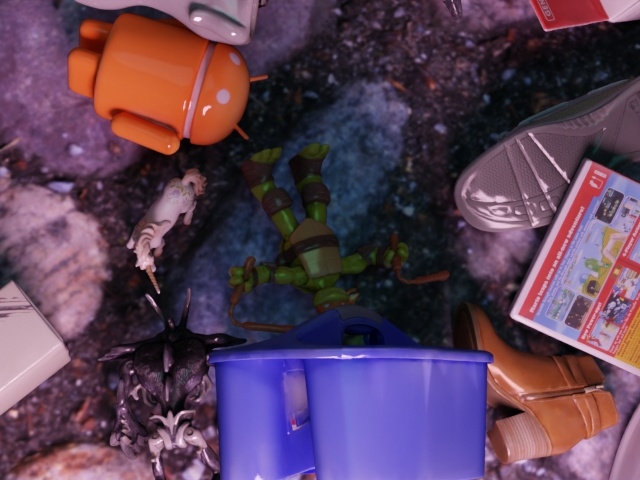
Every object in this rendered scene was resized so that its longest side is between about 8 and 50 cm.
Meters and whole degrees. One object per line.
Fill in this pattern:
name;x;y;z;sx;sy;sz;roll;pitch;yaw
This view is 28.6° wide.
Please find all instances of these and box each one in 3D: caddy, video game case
caddy;0.037;0.155;1.285;0.241;0.341;0.179;-6;81;30
video game case;0.389;0.055;1.456;0.285;0.025;0.204;25;98;-4

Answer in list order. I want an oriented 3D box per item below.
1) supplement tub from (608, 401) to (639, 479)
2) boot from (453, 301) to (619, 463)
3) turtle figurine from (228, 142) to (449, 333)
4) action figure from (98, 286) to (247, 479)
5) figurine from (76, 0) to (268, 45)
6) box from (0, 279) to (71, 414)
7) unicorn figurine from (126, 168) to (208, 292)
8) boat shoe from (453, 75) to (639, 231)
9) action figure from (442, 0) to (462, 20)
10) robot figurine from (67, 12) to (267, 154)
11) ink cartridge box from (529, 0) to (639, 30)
supplement tub;0.502;0.293;1.364;0.338;0.207;0.207;22;75;-2
boot;0.246;0.149;1.445;0.152;0.073;0.197;-15;78;-18
turtle figurine;0.000;0.000;1.436;0.269;0.087;0.217;-11;73;-20
action figure;-0.152;0.198;1.344;0.164;0.141;0.276;-4;63;-1
figurine;-0.168;-0.302;1.443;0.209;0.215;0.092;9;120;1
box;-0.403;0.168;1.332;0.275;0.113;0.094;-39;83;-15
unicorn figurine;-0.178;-0.015;1.403;0.060;0.111;0.162;21;75;-2
boat shoe;0.300;-0.111;1.499;0.320;0.103;0.118;-31;101;-4
action figure;0.063;-0.413;1.502;0.330;0.178;0.341;42;51;9
robot figurine;-0.175;-0.185;1.437;0.219;0.158;0.128;17;113;-2
ink cartridge box;0.308;-0.404;1.522;0.261;0.066;0.296;-16;77;-42
